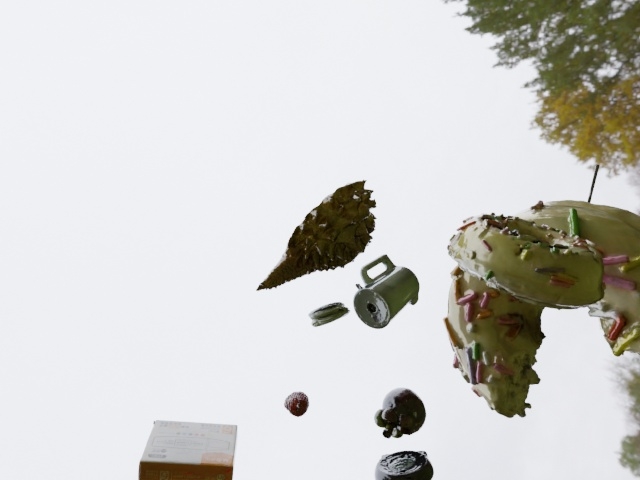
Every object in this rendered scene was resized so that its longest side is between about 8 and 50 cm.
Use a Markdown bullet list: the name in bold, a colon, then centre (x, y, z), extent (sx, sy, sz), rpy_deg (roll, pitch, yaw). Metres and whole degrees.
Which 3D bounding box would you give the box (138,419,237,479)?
- **box**: centre (-0.391, 0.646, 1.542), extent (0.274, 0.221, 0.091), rpy_deg (6, -77, -9)

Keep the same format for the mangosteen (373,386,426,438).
- **mangosteen**: centre (0.279, 0.609, 1.797), extent (0.184, 0.172, 0.172), rpy_deg (-13, -68, -10)

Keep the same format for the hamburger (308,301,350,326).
- **hamburger**: centre (0.026, 0.246, 1.703), extent (0.133, 0.140, 0.062), rpy_deg (-11, -104, -46)

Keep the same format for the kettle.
- **kettle**: centre (0.145, 0.117, 1.157), extent (0.148, 0.127, 0.098), rpy_deg (-31, -38, -45)

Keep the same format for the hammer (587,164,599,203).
- **hammer**: centre (0.857, -0.105, 1.631), extent (0.058, 0.029, 0.291), rpy_deg (-40, -44, -49)

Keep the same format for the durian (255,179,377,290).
- **durian**: centre (0.008, 0.009, 0.710), extent (0.224, 0.078, 0.140), rpy_deg (-44, -13, -13)

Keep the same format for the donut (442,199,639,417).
- **donut**: centre (0.343, 0.095, 0.760), extent (0.150, 0.371, 0.307), rpy_deg (-3, -112, -42)

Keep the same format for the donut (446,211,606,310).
- **donut**: centre (0.229, 0.016, 0.565), extent (0.175, 0.175, 0.068), rpy_deg (3, -69, -33)

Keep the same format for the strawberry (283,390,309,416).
- **strawberry**: centre (-0.073, 0.530, 1.649), extent (0.083, 0.096, 0.083), rpy_deg (4, -98, -24)

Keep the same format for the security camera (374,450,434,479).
- **security camera**: centre (0.293, 0.863, 1.674), extent (0.197, 0.191, 0.276), rpy_deg (-10, -87, 12)
